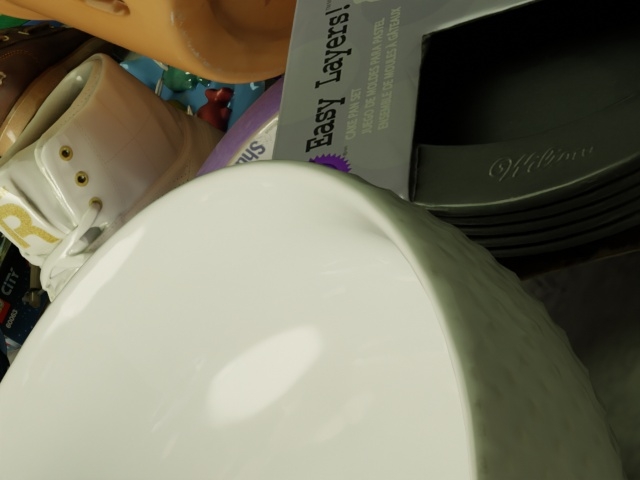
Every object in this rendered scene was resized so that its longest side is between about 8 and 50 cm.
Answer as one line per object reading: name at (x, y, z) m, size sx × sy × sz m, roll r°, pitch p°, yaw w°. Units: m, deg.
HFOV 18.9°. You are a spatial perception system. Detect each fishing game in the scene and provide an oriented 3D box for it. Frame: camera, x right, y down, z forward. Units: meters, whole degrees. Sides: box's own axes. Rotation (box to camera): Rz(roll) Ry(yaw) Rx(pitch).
fishing game at (-0.109, -0.065, 1.228) m, size 0.264 × 0.041 × 0.189 m, roll -30°, pitch 47°, yaw 33°

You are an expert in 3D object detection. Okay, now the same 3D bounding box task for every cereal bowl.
cereal bowl at (-0.011, 0.148, 0.678) m, size 0.339 × 0.141 × 0.339 m, roll -30°, pitch 50°, yaw 43°

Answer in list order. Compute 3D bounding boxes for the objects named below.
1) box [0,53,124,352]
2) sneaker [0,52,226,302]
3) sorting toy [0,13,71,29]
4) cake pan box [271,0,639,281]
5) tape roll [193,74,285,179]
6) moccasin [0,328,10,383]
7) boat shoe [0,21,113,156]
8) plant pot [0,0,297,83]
box at (-0.224, -0.018, 1.404) m, size 0.159 × 0.044 × 0.233 m, roll -19°, pitch 43°, yaw 51°
sneaker at (-0.129, 0.037, 1.029) m, size 0.108 × 0.169 × 0.293 m, roll -26°, pitch 38°, yaw 43°
sorting toy at (-0.311, -0.158, 1.543) m, size 0.255 × 0.089 × 0.257 m, roll -32°, pitch 19°, yaw -16°
cake pan box at (0.104, -0.094, 0.808) m, size 0.245 × 0.070 × 0.267 m, roll -16°, pitch 42°, yaw 25°
tape roll at (0.000, 0.000, 0.952) m, size 0.189 × 0.080 × 0.189 m, roll -39°, pitch 30°, yaw 28°
moccasin at (-0.214, 0.102, 1.152) m, size 0.137 × 0.117 × 0.342 m, roll -34°, pitch 43°, yaw 18°
boat shoe at (-0.183, -0.103, 1.178) m, size 0.073 × 0.073 × 0.207 m, roll -60°, pitch -1°, yaw 12°
plant pot at (-0.069, -0.216, 0.993) m, size 0.203 × 0.291 × 0.291 m, roll 38°, pitch 93°, yaw 28°
